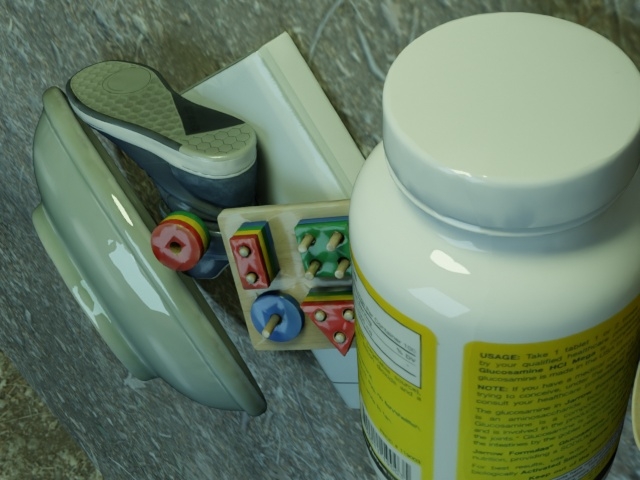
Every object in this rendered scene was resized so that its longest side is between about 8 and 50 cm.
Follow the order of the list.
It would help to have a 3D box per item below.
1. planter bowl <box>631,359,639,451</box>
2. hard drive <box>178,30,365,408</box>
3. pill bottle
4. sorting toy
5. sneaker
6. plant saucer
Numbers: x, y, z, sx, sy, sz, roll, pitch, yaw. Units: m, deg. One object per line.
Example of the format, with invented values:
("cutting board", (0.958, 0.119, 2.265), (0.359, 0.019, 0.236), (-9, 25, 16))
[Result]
("planter bowl", (0.255, 0.065, 0.631), (0.109, 0.162, 0.162), (25, 154, -5))
("hard drive", (0.000, 0.000, 1.073), (0.353, 0.047, 0.233), (58, 154, -10))
("pill bottle", (0.114, 0.031, 0.759), (0.188, 0.188, 0.334), (36, 150, 31))
("sorting toy", (-0.005, 0.037, 0.968), (0.274, 0.046, 0.132), (-4, 116, 21))
("sneaker", (-0.140, -0.059, 1.077), (0.226, 0.086, 0.163), (33, 145, 34))
("plant saucer", (-0.201, 0.032, 1.239), (0.400, 0.100, 0.400), (56, 174, 8))
